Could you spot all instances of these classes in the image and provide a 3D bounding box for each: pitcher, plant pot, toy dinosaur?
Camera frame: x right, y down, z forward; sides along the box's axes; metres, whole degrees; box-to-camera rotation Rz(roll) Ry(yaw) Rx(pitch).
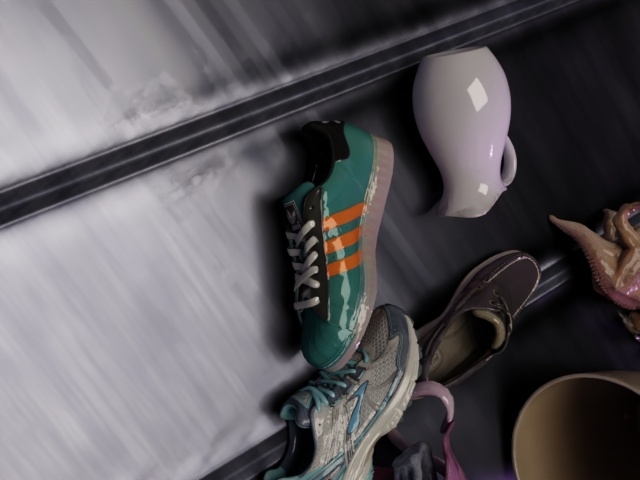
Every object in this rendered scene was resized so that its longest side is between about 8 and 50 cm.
[{"bbox_3d":[0.206,-0.153,1.078,0.177,0.125,0.207,-29,114,-47],"label":"pitcher"},{"bbox_3d":[0.454,0.288,1.135,0.274,0.256,0.257,-7,91,-44],"label":"plant pot"},{"bbox_3d":[0.468,0.062,1.207,0.295,0.127,0.200,22,84,-21],"label":"toy dinosaur"}]

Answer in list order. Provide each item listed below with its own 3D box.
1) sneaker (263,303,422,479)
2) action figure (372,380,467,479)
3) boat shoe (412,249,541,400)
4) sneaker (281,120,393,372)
[{"bbox_3d":[0.025,0.198,0.963,0.122,0.110,0.283,28,75,-21],"label":"sneaker"},{"bbox_3d":[0.197,0.385,1.032,0.370,0.248,0.276,25,52,-25],"label":"action figure"},{"bbox_3d":[0.211,0.113,1.074,0.285,0.092,0.103,-36,105,-25],"label":"boat shoe"},{"bbox_3d":[0.000,0.000,0.962,0.121,0.108,0.302,18,72,-26],"label":"sneaker"}]
